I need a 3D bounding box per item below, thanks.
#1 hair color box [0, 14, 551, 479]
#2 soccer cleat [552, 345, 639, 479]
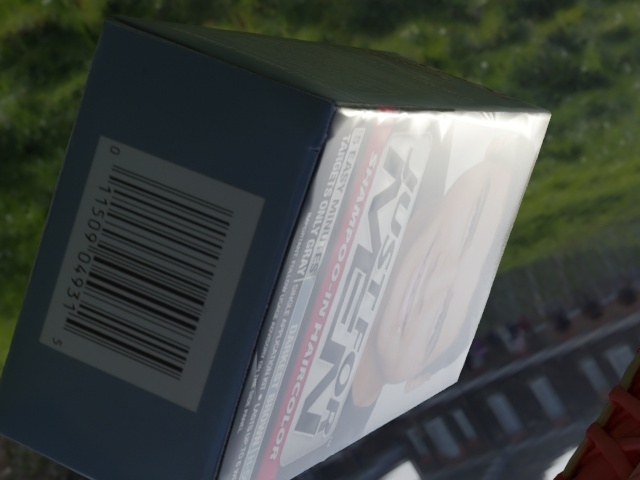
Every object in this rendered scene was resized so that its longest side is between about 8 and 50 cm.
[{"bbox_3d":[0.000,0.000,0.753,0.374,0.113,0.185,-13,123,-69],"label":"hair color box"},{"bbox_3d":[0.092,0.090,0.424,0.248,0.095,0.083,-65,-169,-21],"label":"soccer cleat"}]
